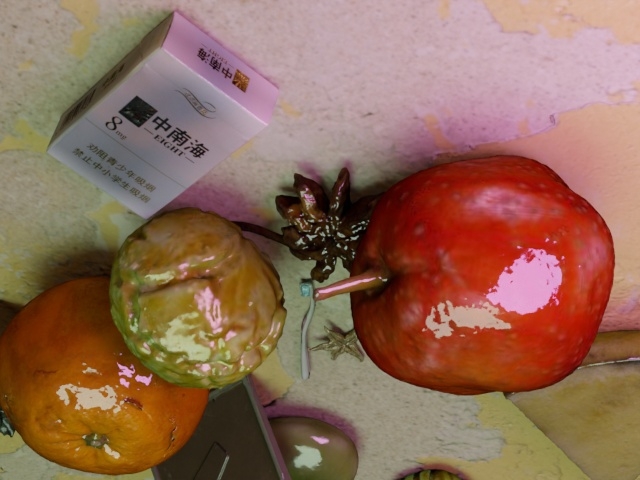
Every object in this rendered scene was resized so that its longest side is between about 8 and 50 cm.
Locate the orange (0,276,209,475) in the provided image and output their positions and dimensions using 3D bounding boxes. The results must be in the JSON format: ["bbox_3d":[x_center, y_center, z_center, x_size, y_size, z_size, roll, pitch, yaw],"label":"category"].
[{"bbox_3d":[-0.284,0.178,1.796,0.283,0.226,0.284,4,137,4],"label":"orange"}]

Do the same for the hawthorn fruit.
[{"bbox_3d":[0.144,0.044,1.485,0.330,0.287,0.287,-3,143,-21],"label":"hawthorn fruit"}]

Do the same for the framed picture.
[{"bbox_3d":[-0.157,0.321,1.980,0.260,0.189,0.023,-32,164,38],"label":"framed picture"}]

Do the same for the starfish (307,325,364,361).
[{"bbox_3d":[0.033,0.139,1.833,0.086,0.016,0.092,-28,131,31],"label":"starfish"}]

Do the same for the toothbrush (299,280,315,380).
[{"bbox_3d":[-0.017,0.123,1.827,0.022,0.017,0.204,0,137,-1],"label":"toothbrush"}]

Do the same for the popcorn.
[{"bbox_3d":[-0.150,0.071,1.643,0.221,0.204,0.183,56,147,1],"label":"popcorn"}]

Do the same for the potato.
[{"bbox_3d":[0.406,0.184,1.719,0.255,0.112,0.269,-26,128,31],"label":"potato"}]

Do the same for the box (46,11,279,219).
[{"bbox_3d":[-0.181,-0.136,1.549,0.155,0.067,0.243,35,134,-25],"label":"box"}]

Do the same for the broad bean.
[{"bbox_3d":[-0.062,0.342,2.024,0.189,0.121,0.263,41,117,-21],"label":"broad bean"}]

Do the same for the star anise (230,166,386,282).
[{"bbox_3d":[-0.001,-0.001,1.651,0.177,0.073,0.234,43,141,-18],"label":"star anise"}]

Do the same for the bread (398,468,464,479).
[{"bbox_3d":[0.168,0.401,2.046,0.130,0.071,0.139,38,133,-20],"label":"bread"}]

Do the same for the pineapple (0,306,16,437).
[{"bbox_3d":[-0.475,0.200,1.955,0.128,0.128,0.248,15,142,-2],"label":"pineapple"}]
